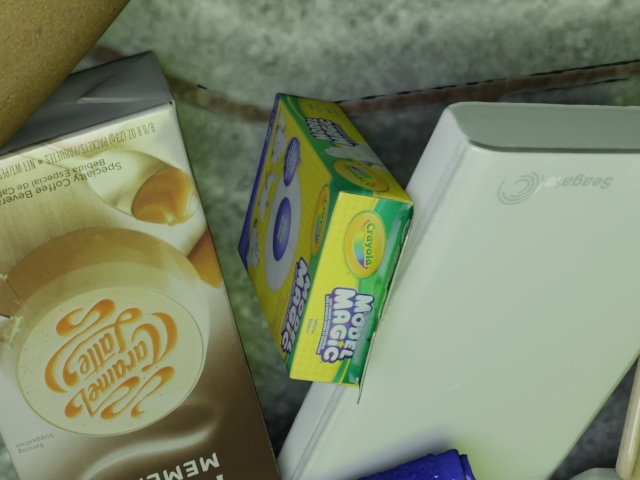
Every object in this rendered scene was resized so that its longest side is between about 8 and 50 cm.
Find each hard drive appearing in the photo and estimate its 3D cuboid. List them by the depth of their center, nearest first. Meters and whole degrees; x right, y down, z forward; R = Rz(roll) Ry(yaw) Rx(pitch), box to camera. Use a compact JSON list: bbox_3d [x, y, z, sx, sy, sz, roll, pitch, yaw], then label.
[{"bbox_3d":[0.103,0.054,0.743,0.203,0.040,0.307,-2,136,-28],"label":"hard drive"}]

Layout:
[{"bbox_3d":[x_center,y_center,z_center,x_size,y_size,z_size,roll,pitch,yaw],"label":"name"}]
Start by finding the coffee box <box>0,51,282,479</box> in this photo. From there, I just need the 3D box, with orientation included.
[{"bbox_3d":[-0.118,0.041,0.714,0.141,0.098,0.246,-18,118,-7],"label":"coffee box"}]

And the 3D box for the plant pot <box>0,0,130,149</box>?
[{"bbox_3d":[-0.139,-0.184,0.550,0.254,0.237,0.237,-41,119,-9],"label":"plant pot"}]

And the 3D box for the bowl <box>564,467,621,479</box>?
[{"bbox_3d":[0.201,0.193,0.877,0.142,0.053,0.142,9,152,-19],"label":"bowl"}]

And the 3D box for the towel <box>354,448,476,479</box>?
[{"bbox_3d":[-0.033,0.247,0.797,0.308,0.076,0.228,-18,138,1],"label":"towel"}]

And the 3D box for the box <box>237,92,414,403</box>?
[{"bbox_3d":[0.000,0.000,0.684,0.043,0.179,0.105,8,111,-19],"label":"box"}]

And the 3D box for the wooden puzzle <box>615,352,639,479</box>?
[{"bbox_3d":[0.302,0.060,0.853,0.238,0.044,0.221,11,90,-24],"label":"wooden puzzle"}]
